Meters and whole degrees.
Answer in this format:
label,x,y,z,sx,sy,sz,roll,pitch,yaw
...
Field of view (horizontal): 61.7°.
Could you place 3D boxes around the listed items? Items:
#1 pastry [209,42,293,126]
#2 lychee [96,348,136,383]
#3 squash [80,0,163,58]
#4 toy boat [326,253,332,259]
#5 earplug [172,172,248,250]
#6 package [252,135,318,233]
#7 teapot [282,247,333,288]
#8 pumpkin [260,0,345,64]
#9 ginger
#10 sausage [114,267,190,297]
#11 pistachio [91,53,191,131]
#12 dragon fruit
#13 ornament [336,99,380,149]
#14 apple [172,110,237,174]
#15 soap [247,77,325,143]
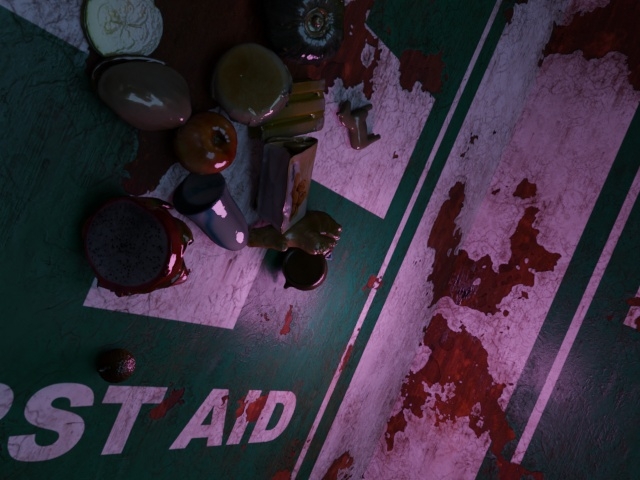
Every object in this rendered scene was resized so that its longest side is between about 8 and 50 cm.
label,x,y,z,sx,sy,sz,roll,pitch,yaw
pastry,-0.219,-0.490,1.699,0.264,0.265,0.133,-62,-175,-5
lychee,-0.662,0.408,1.741,0.114,0.114,0.146,-68,161,2
squash,-0.536,-0.589,1.445,0.219,0.041,0.219,-21,123,-36
toy boat,0.000,0.000,2.301,0.109,0.098,0.237,-47,138,-18
earplug,-0.342,-0.068,1.829,0.185,0.185,0.324,-51,144,-18
package,-0.139,-0.219,1.941,0.221,0.165,0.311,-45,153,-51
teapot,-0.052,0.111,2.239,0.268,0.185,0.175,-38,170,-4
pumpkin,-0.051,-0.748,1.739,0.292,0.257,0.327,-9,123,-33
ginger,-0.087,-0.003,2.073,0.376,0.236,0.166,-29,160,-23
sausage,-0.542,0.126,1.766,0.274,0.074,0.074,-11,116,-45
pistachio,-0.480,-0.408,1.487,0.288,0.166,0.197,15,107,-51
dragon fruit,-0.523,0.010,1.594,0.226,0.306,0.305,-15,124,-77
ornament,0.157,-0.493,2.259,0.245,0.061,0.230,-34,130,-38
apple,-0.358,-0.303,1.673,0.210,0.164,0.209,-4,96,-42
soap,-0.119,-0.476,1.932,0.315,0.091,0.199,-25,127,-40
